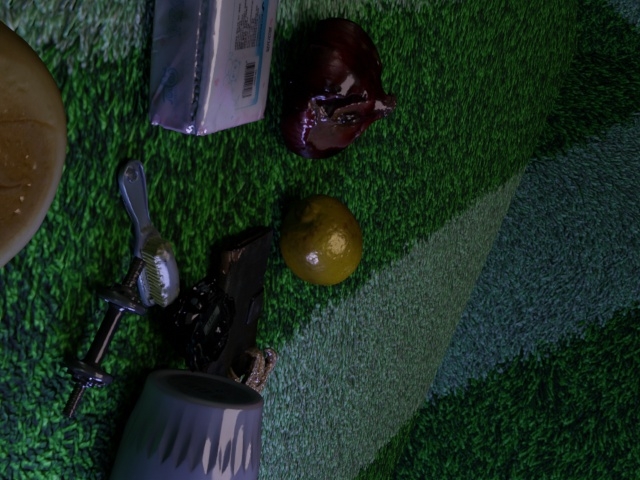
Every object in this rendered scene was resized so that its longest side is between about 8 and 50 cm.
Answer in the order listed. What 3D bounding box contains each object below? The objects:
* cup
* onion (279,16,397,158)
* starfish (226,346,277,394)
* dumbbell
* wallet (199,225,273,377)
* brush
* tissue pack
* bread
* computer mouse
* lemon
[{"bbox_3d":[-0.231,0.421,1.588,0.253,0.253,0.371,5,101,-66],"label":"cup"},{"bbox_3d":[0.042,-0.267,1.762,0.272,0.195,0.272,20,90,-76],"label":"onion"},{"bbox_3d":[-0.156,0.313,1.847,0.238,0.071,0.216,-53,158,5],"label":"starfish"},{"bbox_3d":[-0.321,0.142,1.406,0.254,0.082,0.081,-67,156,-11],"label":"dumbbell"},{"bbox_3d":[-0.160,0.136,1.789,0.169,0.044,0.317,-28,133,-60],"label":"wallet"},{"bbox_3d":[-0.258,0.003,1.467,0.068,0.060,0.297,-48,147,-38],"label":"brush"},{"bbox_3d":[-0.155,-0.305,1.392,0.201,0.124,0.271,-27,130,-57],"label":"tissue pack"},{"bbox_3d":[-0.405,-0.096,0.957,0.333,0.160,0.333,-49,149,-45],"label":"bread"},{"bbox_3d":[-0.214,0.141,1.625,0.241,0.078,0.146,88,27,-58],"label":"computer mouse"},{"bbox_3d":[0.000,0.000,1.899,0.170,0.170,0.207,-63,147,-19],"label":"lemon"}]
